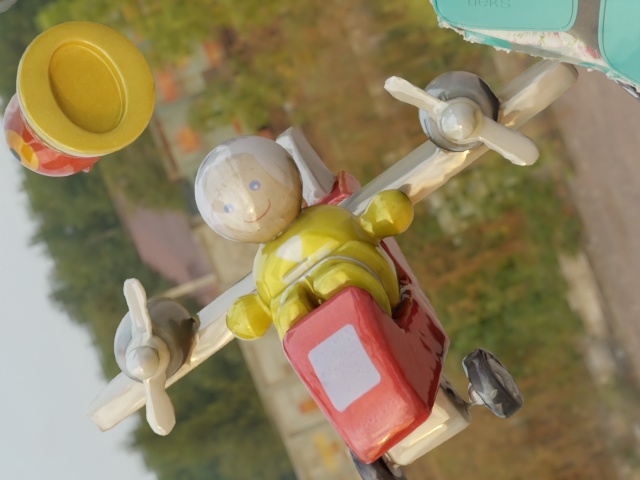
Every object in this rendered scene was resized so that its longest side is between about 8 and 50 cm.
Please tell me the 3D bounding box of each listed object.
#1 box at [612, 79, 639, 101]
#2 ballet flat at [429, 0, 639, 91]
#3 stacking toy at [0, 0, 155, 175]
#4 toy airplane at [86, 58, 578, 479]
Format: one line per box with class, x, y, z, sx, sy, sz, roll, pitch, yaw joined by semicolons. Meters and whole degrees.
box;0.359;-0.286;2.046;0.142;0.247;0.163;34;-171;-46
ballet flat;0.185;-0.150;1.272;0.077;0.241;0.091;-35;-40;-54
stacking toy;-0.327;-0.166;1.702;0.309;0.279;0.130;62;154;6
toy airplane;0.000;0.000;1.623;0.384;0.386;0.272;-3;140;49
